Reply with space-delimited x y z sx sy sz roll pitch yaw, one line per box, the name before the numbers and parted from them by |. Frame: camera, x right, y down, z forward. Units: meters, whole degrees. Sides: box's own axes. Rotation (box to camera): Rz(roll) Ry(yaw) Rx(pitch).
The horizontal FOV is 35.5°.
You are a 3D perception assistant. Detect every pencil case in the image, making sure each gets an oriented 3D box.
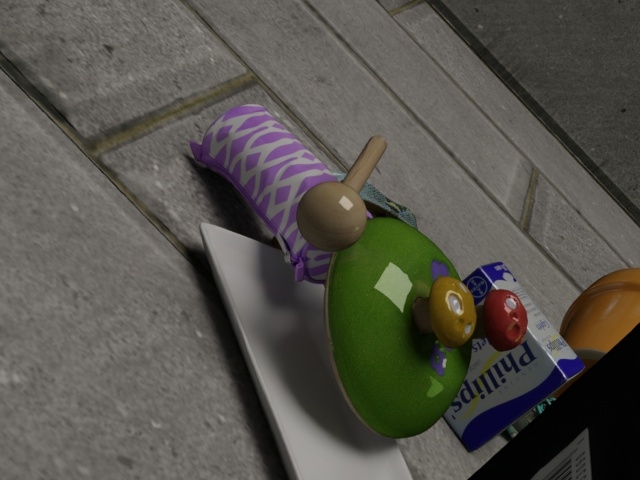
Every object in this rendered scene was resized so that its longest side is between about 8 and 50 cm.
pencil case | -0.034 -0.042 0.909 0.206 0.088 0.086 48 -19 40

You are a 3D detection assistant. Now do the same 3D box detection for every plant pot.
plant pot | 0.368 0.156 1.213 0.205 0.205 0.188 52 38 11

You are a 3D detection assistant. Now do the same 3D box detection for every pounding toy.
pounding toy | 0.088 0.039 0.794 0.183 0.110 0.237 -42 116 -54

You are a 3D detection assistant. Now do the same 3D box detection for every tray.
tray | -0.016 0.107 0.808 0.145 0.030 0.270 23 32 -46

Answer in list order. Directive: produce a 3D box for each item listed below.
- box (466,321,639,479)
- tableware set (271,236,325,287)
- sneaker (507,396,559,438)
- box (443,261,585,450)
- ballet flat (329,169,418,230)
box | 0.273 0.330 0.527 0.472 0.297 0.480 44 15 5
tableware set | 0.000 0.000 1.019 0.104 0.024 0.154 52 24 13
sneaker | 0.254 0.190 1.085 0.166 0.076 0.065 29 28 -37
box | 0.164 0.113 0.989 0.137 0.126 0.072 53 22 14
ballet flat | 0.044 -0.021 1.024 0.188 0.070 0.070 18 36 -45
